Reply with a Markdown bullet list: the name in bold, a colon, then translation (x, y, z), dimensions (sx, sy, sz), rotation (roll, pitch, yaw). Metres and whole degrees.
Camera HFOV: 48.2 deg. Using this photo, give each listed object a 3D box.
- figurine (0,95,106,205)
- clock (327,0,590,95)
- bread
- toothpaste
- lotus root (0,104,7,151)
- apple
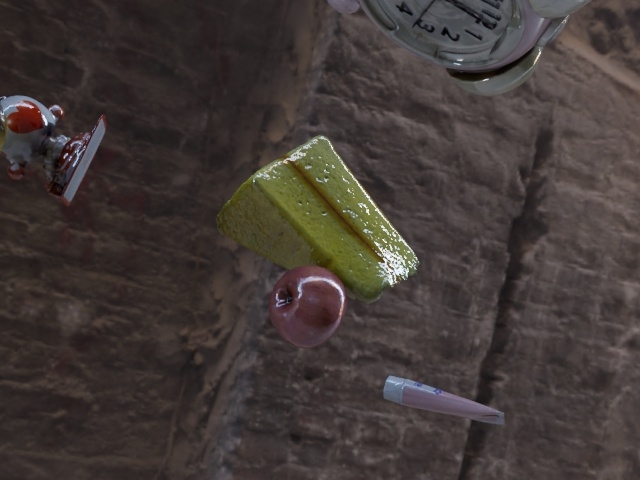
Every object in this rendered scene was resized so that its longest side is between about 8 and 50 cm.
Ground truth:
- **figurine**: translation (-0.557, -0.199, 1.375), dimensions (0.226, 0.183, 0.160), rotation (25, -9, -13)
- **clock**: translation (0.192, -0.366, 0.969), dimensions (0.326, 0.184, 0.342), rotation (35, -14, 4)
- **bread**: translation (0.000, 0.000, 1.486), dimensions (0.362, 0.233, 0.245), rotation (50, -39, 4)
- **toothpaste**: translation (0.199, 0.261, 1.153), dimensions (0.194, 0.043, 0.067), rotation (12, -26, 21)
- **lotus root**: translation (-0.640, -0.150, 1.237), dimensions (0.146, 0.303, 0.131), rotation (-10, 59, -55)
- **apple**: translation (-0.026, 0.119, 1.304), dimensions (0.120, 0.153, 0.153), rotation (29, -12, -36)
